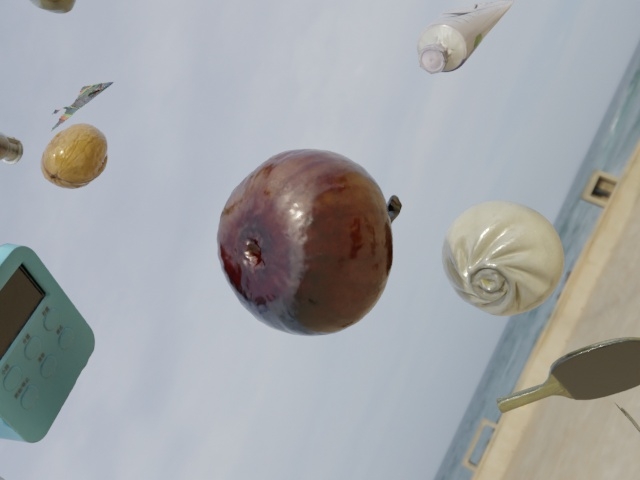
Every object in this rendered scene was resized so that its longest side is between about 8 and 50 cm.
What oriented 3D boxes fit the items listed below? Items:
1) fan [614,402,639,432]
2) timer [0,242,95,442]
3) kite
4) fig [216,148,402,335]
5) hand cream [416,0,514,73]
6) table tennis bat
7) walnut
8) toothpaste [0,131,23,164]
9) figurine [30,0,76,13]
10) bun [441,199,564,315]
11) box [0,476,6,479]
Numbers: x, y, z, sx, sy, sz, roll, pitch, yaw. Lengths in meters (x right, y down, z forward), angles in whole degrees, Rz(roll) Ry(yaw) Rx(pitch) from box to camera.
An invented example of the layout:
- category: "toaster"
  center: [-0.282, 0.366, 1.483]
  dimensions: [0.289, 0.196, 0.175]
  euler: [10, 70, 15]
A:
- category: "fan"
  center: [0.416, 0.244, 0.893]
  dimensions: [0.003, 0.060, 0.080]
  euler: [-42, -38, 14]
- category: "timer"
  center: [-0.469, 0.158, 1.049]
  dimensions: [0.232, 0.091, 0.250]
  euler: [-72, -19, -44]
- category: "kite"
  center: [-0.265, -0.156, 0.748]
  dimensions: [0.004, 0.090, 0.122]
  euler: [57, -156, -30]
- category: "fig"
  center: [-0.014, 0.005, 0.839]
  dimensions: [0.235, 0.235, 0.214]
  euler: [-66, -24, 2]
- category: "hand cream"
  center: [0.144, -0.219, 0.715]
  dimensions: [0.142, 0.084, 0.053]
  euler: [-50, -47, -41]
- category: "table tennis bat"
  center: [0.378, 0.208, 0.998]
  dimensions: [0.138, 0.246, 0.022]
  euler: [44, -149, -35]
- category: "walnut"
  center: [-0.584, -0.205, 1.624]
  dimensions: [0.180, 0.144, 0.144]
  euler: [-63, -12, -51]
- category: "toothpaste"
  center: [-0.698, -0.200, 1.278]
  dimensions: [0.323, 0.066, 0.100]
  euler: [15, -92, -74]
- category: "figurine"
  center: [-0.427, -0.471, 1.137]
  dimensions: [0.176, 0.236, 0.133]
  euler: [38, -122, -61]
- category: "bun"
  center: [0.250, 0.032, 0.956]
  dimensions: [0.120, 0.172, 0.173]
  euler: [-41, -29, -48]
- category: "box"
  center: [-0.496, 0.331, 0.916]
  dimensions: [0.040, 0.055, 0.218]
  euler: [-57, -7, -18]
